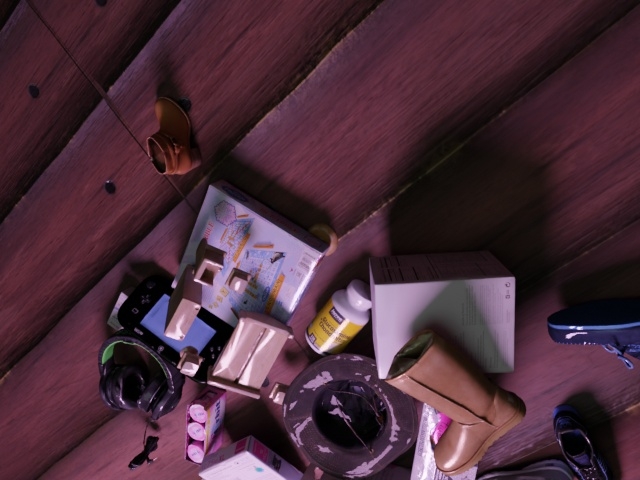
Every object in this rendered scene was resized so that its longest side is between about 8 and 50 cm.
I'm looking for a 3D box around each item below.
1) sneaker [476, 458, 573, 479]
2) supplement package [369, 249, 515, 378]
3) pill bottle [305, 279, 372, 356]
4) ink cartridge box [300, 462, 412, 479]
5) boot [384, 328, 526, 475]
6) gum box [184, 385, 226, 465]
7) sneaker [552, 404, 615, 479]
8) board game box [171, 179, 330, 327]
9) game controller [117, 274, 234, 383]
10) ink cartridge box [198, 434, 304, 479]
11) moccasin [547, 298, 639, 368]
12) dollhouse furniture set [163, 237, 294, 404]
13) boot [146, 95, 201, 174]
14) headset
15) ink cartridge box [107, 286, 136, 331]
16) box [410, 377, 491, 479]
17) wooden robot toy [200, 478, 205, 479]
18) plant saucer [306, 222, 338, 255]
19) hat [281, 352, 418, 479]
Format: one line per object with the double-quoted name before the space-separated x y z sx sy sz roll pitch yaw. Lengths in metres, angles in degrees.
"sneaker" 0.442 0.595 1.270 0.281 0.115 0.105 -38 90 25
"supplement package" 0.239 0.144 1.138 0.262 0.198 0.200 -3 104 3
"pill bottle" 0.052 0.182 1.303 0.103 0.103 0.184 39 114 6
"ink cartridge box" 0.128 0.647 1.348 0.353 0.207 0.119 9 106 18
"boot" 0.225 0.312 1.054 0.269 0.089 0.236 35 104 -22
"gum box" -0.316 0.505 1.524 0.062 0.107 0.189 12 108 16
"sneaker" 0.574 0.480 1.204 0.081 0.090 0.232 -29 93 24
"board game box" -0.181 0.065 1.366 0.317 0.066 0.319 32 116 9
"game controller" -0.372 0.231 1.451 0.319 0.166 0.067 34 150 8
"ink cartridge box" -0.152 0.653 1.490 0.185 0.065 0.311 -32 115 25
"moccasin" 0.630 0.187 1.079 0.341 0.138 0.117 -6 107 22
"dollhouse furniture set" -0.182 0.191 1.352 0.355 0.174 0.303 24 106 -20
"boot" -0.366 -0.249 1.305 0.072 0.152 0.197 -27 94 24
"headset" -0.504 0.436 1.529 0.243 0.185 0.395 7 117 18
"ink cartridge box" -0.530 0.206 1.548 0.088 0.052 0.123 35 115 7
"box" 0.297 0.440 1.253 0.142 0.163 0.248 10 108 16
"wooden robot toy" -0.294 0.664 1.576 0.173 0.079 0.076 -32 93 24
"plant saucer" 0.000 0.000 1.318 0.083 0.015 0.084 5 106 19
"hat" 0.077 0.399 1.340 0.331 0.134 0.332 4 105 14
